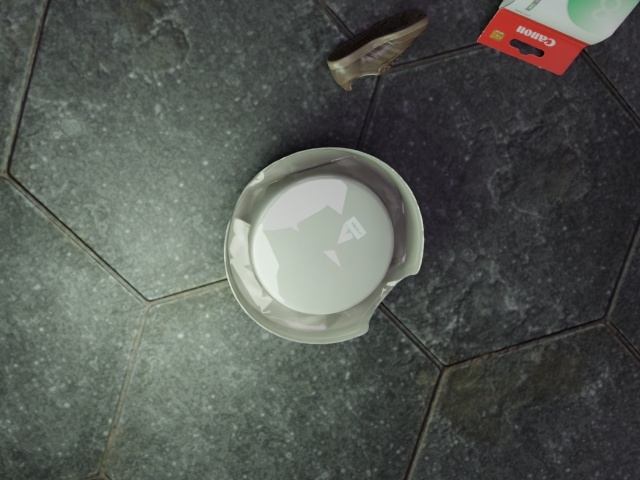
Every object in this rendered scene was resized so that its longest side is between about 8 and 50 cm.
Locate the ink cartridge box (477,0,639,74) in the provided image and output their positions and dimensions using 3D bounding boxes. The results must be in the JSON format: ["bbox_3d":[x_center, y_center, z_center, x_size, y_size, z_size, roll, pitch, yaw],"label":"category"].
[{"bbox_3d":[0.396,-0.372,1.856,0.181,0.056,0.224,19,134,-15],"label":"ink cartridge box"}]

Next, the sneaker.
[{"bbox_3d":[0.104,-0.323,1.873,0.188,0.066,0.071,-26,125,1],"label":"sneaker"}]

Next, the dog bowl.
[{"bbox_3d":[0.000,0.000,1.909,0.349,0.102,0.348,-3,106,-12],"label":"dog bowl"}]
